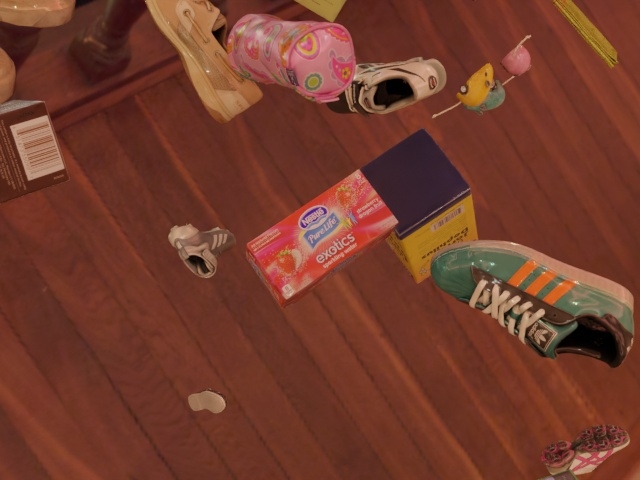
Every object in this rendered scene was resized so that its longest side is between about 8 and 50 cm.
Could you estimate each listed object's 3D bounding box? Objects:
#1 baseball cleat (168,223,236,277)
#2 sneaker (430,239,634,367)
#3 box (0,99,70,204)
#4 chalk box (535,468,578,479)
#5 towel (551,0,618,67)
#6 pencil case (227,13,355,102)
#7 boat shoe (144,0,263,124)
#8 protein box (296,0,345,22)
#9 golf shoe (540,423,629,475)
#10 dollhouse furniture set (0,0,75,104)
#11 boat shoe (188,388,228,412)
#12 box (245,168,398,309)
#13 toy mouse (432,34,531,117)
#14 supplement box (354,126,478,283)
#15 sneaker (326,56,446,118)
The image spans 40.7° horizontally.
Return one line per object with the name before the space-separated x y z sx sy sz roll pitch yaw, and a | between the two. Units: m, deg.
baseball cleat | -0.220 0.026 1.679 0.206 0.072 0.109 7 52 -61
sneaker | 0.298 0.091 1.213 0.302 0.108 0.121 15 45 1
box | -0.630 -0.177 1.715 0.167 0.203 0.168 -25 111 -31
chalk box | 0.323 0.427 1.235 0.132 0.213 0.132 -12 46 -15
towel | 0.491 -0.435 1.654 0.237 0.021 0.102 46 35 -8
pencil case | -0.050 -0.288 1.348 0.124 0.284 0.124 -9 111 -24
boat shoe | -0.220 -0.382 1.584 0.110 0.121 0.341 -30 87 10
protein box | -0.004 -0.585 1.715 0.200 0.201 0.136 28 31 -10
golf shoe | 0.564 0.446 1.820 0.086 0.186 0.067 53 23 -29
dollhouse furniture set | -0.130 -0.305 0.487 0.256 0.362 0.394 13 32 -8
boat shoe | -0.212 0.310 1.679 0.038 0.125 0.046 -21 91 -38
box | 0.000 0.000 1.592 0.257 0.122 0.128 -34 81 -12
toy mouse | 0.245 -0.215 1.176 0.031 0.161 0.143 53 34 15
supplement box | 0.237 -0.072 2.053 0.195 0.356 0.194 -33 66 0
sneaker | 0.122 -0.358 2.060 0.146 0.330 0.122 -41 115 -45
